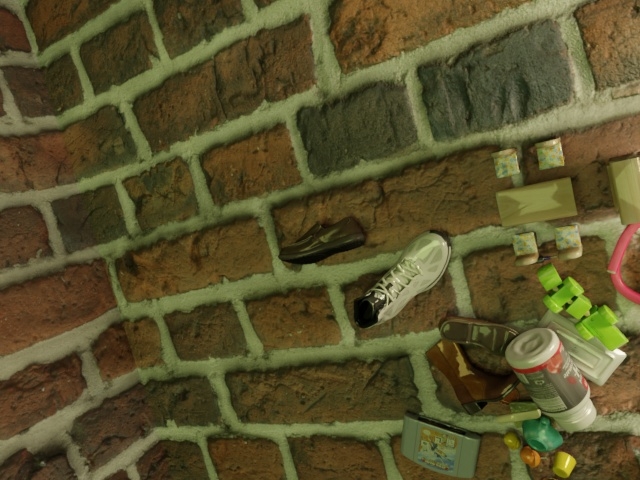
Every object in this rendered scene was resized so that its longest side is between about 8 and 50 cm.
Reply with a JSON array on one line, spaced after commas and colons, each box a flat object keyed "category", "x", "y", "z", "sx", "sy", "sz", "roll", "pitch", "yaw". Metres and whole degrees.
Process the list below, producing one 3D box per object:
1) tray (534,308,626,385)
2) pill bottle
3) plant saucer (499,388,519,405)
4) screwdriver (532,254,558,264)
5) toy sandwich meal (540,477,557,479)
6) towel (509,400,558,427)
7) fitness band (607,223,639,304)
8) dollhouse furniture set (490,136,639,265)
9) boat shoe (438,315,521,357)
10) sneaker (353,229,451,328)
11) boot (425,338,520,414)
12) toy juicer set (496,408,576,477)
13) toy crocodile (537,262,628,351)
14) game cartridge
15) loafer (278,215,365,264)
[{"category": "tray", "x": 0.841, "y": 0.357, "z": 1.746, "sx": 0.270, "sy": 0.030, "sz": 0.145, "roll": 33, "pitch": 114, "yaw": 17}, {"category": "pill bottle", "x": 0.756, "y": 0.457, "z": 1.715, "sx": 0.176, "sy": 0.176, "sz": 0.318, "roll": -29, "pitch": 102, "yaw": 30}, {"category": "plant saucer", "x": 0.668, "y": 0.551, "z": 1.893, "sx": 0.083, "sy": 0.013, "sz": 0.083, "roll": 6, "pitch": 105, "yaw": 25}, {"category": "screwdriver", "x": 0.765, "y": 0.055, "z": 1.722, "sx": 0.170, "sy": 0.024, "sz": 0.025, "roll": -11, "pitch": 126, "yaw": 23}, {"category": "toy sandwich meal", "x": 0.824, "y": 0.884, "z": 1.883, "sx": 0.085, "sy": 0.029, "sz": 0.085, "roll": 7, "pitch": 105, "yaw": 26}, {"category": "towel", "x": 0.746, "y": 0.609, "z": 1.851, "sx": 0.148, "sy": 0.027, "sz": 0.110, "roll": -10, "pitch": 103, "yaw": 27}, {"category": "fitness band", "x": 0.982, "y": 0.056, "z": 1.557, "sx": 0.209, "sy": 0.054, "sz": 0.291, "roll": 26, "pitch": 118, "yaw": 34}, {"category": "dollhouse furniture set", "x": 0.724, "y": -0.124, "z": 1.560, "sx": 0.394, "sy": 0.256, "sz": 0.362, "roll": -11, "pitch": 97, "yaw": 29}, {"category": "boat shoe", "x": 0.567, "y": 0.320, "z": 1.841, "sx": 0.307, "sy": 0.104, "sz": 0.111, "roll": 16, "pitch": 101, "yaw": 6}, {"category": "sneaker", "x": 0.280, "y": 0.164, "z": 1.861, "sx": 0.169, "sy": 0.257, "sz": 0.447, "roll": 43, "pitch": 117, "yaw": 13}, {"category": "boot", "x": 0.550, "y": 0.448, "z": 1.898, "sx": 0.264, "sy": 0.096, "sz": 0.280, "roll": -46, "pitch": 70, "yaw": 38}, {"category": "toy juicer set", "x": 0.725, "y": 0.665, "z": 1.822, "sx": 0.209, "sy": 0.089, "sz": 0.329, "roll": -9, "pitch": 120, "yaw": 49}, {"category": "toy crocodile", "x": 0.830, "y": 0.213, "z": 1.685, "sx": 0.340, "sy": 0.105, "sz": 0.115, "roll": 43, "pitch": 117, "yaw": 7}, {"category": "game cartridge", "x": 0.458, "y": 0.798, "z": 2.042, "sx": 0.297, "sy": 0.062, "sz": 0.198, "roll": 10, "pitch": 103, "yaw": 25}, {"category": "loafer", "x": 0.000, "y": 0.000, "z": 2.060, "sx": 0.366, "sy": 0.134, "sz": 0.130, "roll": -17, "pitch": 71, "yaw": 20}]
